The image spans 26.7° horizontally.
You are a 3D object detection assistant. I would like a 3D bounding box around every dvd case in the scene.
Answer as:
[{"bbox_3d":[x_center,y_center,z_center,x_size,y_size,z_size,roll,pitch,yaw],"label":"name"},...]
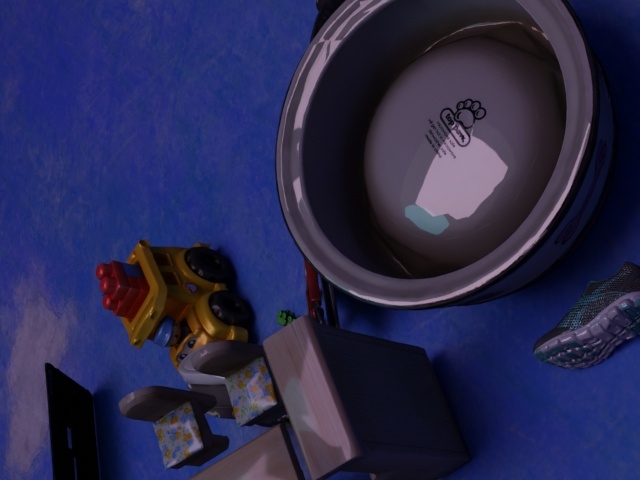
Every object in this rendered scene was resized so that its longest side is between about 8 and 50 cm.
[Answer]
[{"bbox_3d":[0.000,0.000,1.752,0.164,0.018,0.221,-99,0,-68],"label":"dvd case"}]

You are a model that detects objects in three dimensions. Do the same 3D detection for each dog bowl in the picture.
[{"bbox_3d":[0.152,-0.110,1.529,0.408,0.150,0.408,-11,71,34],"label":"dog bowl"}]

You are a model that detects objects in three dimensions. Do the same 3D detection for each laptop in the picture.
[{"bbox_3d":[-0.456,0.373,2.317,0.136,0.264,0.234,-17,62,11],"label":"laptop"}]

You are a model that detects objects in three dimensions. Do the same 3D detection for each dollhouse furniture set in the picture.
[{"bbox_3d":[-0.064,0.275,1.602,0.394,0.256,0.362,-34,62,24],"label":"dollhouse furniture set"}]

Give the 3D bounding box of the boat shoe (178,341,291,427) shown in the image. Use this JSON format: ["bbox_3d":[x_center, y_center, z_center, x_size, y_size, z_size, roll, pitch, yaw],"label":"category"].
[{"bbox_3d":[-0.068,0.207,1.871,0.305,0.109,0.091,3,124,43],"label":"boat shoe"}]

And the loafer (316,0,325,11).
[{"bbox_3d":[0.035,-0.327,1.904,0.170,0.061,0.062,32,108,54],"label":"loafer"}]

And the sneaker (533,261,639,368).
[{"bbox_3d":[0.295,0.081,1.445,0.166,0.065,0.076,-36,37,40],"label":"sneaker"}]

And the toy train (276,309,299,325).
[{"bbox_3d":[-0.037,0.120,1.916,0.083,0.017,0.024,28,113,54],"label":"toy train"}]

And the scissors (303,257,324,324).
[{"bbox_3d":[-0.002,0.101,1.746,0.297,0.021,0.109,-107,15,-71],"label":"scissors"}]

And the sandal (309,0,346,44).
[{"bbox_3d":[0.059,-0.139,1.749,0.107,0.167,0.446,134,139,-74],"label":"sandal"}]

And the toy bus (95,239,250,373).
[{"bbox_3d":[-0.235,0.103,2.030,0.149,0.211,0.220,-55,43,27],"label":"toy bus"}]
